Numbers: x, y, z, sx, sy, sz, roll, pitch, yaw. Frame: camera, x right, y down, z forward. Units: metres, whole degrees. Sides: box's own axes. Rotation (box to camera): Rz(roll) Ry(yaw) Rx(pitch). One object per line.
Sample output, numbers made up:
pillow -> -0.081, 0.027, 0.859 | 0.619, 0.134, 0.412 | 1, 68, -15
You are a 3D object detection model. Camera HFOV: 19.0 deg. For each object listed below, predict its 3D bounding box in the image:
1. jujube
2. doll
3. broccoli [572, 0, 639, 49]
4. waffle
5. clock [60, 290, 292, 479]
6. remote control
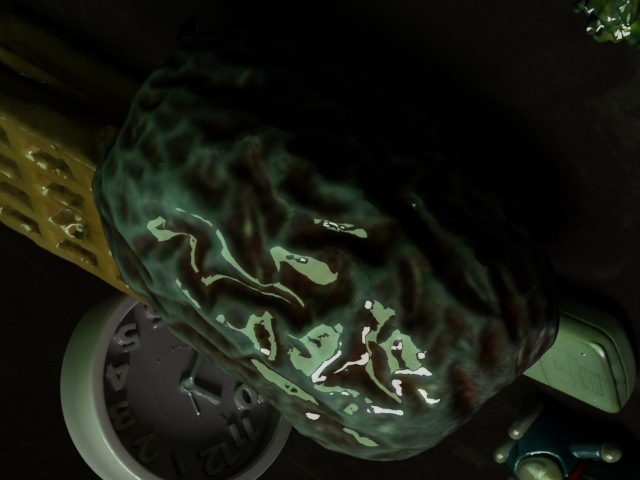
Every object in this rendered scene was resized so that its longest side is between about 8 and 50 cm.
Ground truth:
jujube -> 0.000, 0.000, 1.249 | 0.317, 0.226, 0.226 | 41, 156, 5
doll -> 0.205, 0.192, 1.469 | 0.152, 0.085, 0.114 | 42, 138, 14
broccoli -> 0.208, -0.199, 0.650 | 0.252, 0.221, 0.361 | 34, 146, -12
waffle -> -0.131, -0.031, 1.499 | 0.327, 0.098, 0.224 | 30, 157, 17
clock -> -0.119, 0.124, 1.633 | 0.197, 0.197, 0.068 | 44, 154, -17
remote control -> 0.120, 0.051, 1.381 | 0.233, 0.038, 0.098 | 22, 152, 31
